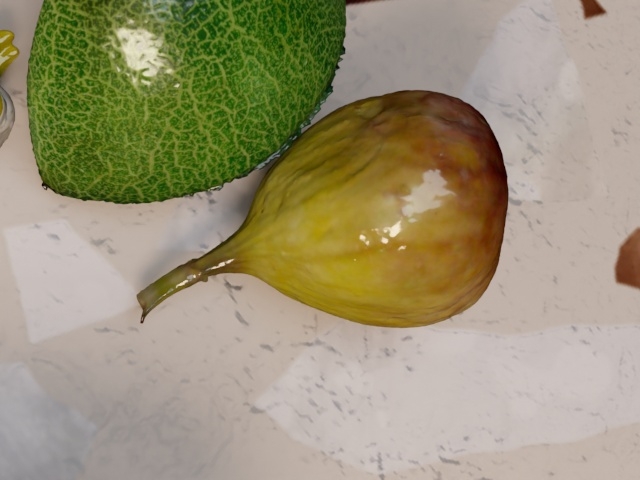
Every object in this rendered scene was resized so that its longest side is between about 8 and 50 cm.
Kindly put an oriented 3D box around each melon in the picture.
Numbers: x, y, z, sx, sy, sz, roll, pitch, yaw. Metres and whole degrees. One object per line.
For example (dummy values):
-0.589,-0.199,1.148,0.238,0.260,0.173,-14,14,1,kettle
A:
-0.069,-0.144,1.225,0.129,0.169,0.265,28,67,23,melon

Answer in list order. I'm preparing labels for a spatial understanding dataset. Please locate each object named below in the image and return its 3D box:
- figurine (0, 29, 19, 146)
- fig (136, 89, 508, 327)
-0.275,-0.098,1.200,0.178,0.109,0.129,19,46,-18,figurine
0.000,0.000,1.269,0.257,0.159,0.159,-21,87,-9,fig
